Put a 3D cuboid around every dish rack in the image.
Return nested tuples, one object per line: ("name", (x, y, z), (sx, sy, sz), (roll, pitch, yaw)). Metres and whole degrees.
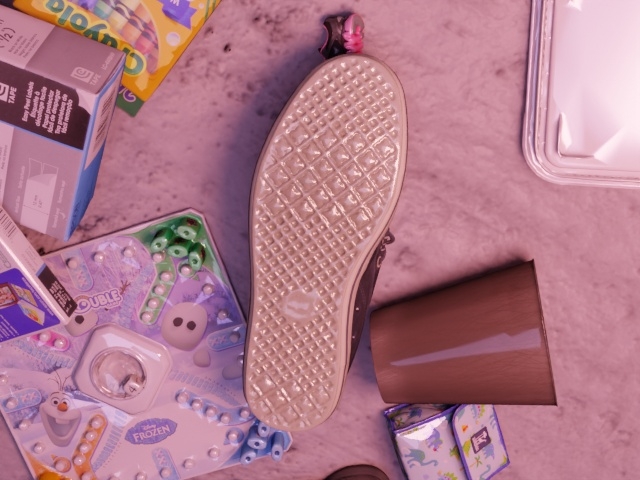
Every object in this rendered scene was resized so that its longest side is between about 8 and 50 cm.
("dish rack", (0.394, -0.219, 1.456), (0.285, 0.072, 0.333), (4, 105, 12))

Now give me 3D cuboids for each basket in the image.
("basket", (0.188, 0.138, 1.598), (0.226, 0.154, 0.204), (-9, 109, 10))

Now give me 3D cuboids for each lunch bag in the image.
("lunch bag", (0.182, 0.284, 1.684), (0.151, 0.096, 0.129), (-19, 107, -5))

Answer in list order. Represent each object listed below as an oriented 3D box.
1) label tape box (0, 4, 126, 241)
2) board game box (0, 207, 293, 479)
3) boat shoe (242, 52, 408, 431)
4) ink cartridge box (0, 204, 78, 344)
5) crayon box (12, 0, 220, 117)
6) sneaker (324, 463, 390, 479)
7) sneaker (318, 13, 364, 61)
("label tape box", (-0.438, -0.172, 1.483), (0.347, 0.115, 0.249), (20, 132, -4))
("board game box", (-0.283, 0.189, 1.690), (0.389, 0.050, 0.390), (-17, 109, 10))
("boat shoe", (0.000, 0.000, 1.549), (0.186, 0.156, 0.500), (12, 108, 5))
("ink cartridge box", (-0.453, 0.046, 1.568), (0.208, 0.045, 0.206), (-18, 117, 31))
("crayon box", (-0.229, -0.322, 1.476), (0.203, 0.083, 0.323), (36, 109, -10))
("sneaker", (-0.026, 0.402, 1.730), (0.267, 0.106, 0.101), (-23, 109, 13))
("sneaker", (0.024, -0.230, 1.525), (0.057, 0.047, 0.119), (10, 112, 23))
